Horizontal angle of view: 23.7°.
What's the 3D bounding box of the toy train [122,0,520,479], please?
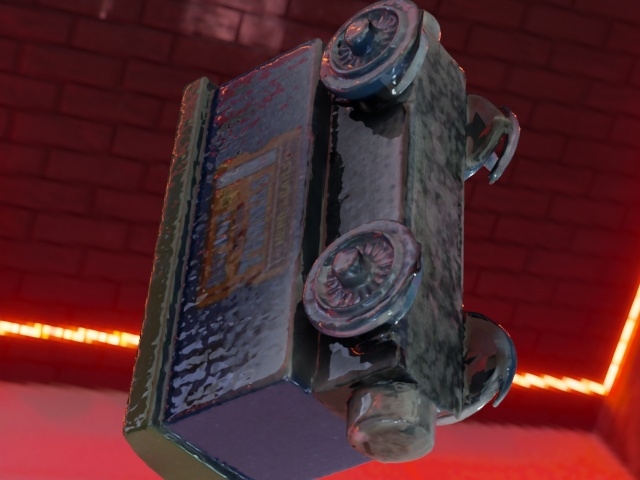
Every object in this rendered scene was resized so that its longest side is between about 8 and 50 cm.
[{"bbox_3d":[0.000,0.000,0.864,0.131,0.202,0.299,43,-142,-36],"label":"toy train"}]
